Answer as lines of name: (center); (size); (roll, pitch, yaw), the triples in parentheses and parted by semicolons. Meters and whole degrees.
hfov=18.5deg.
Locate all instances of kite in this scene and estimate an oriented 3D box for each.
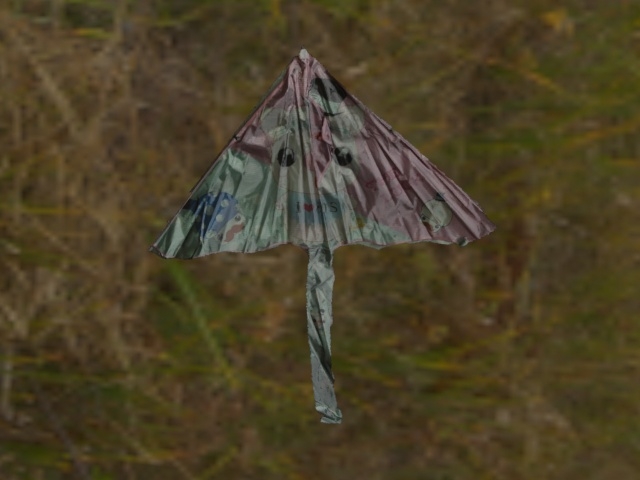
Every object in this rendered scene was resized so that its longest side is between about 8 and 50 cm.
kite: (0.000, 0.000, 0.776); (0.011, 0.139, 0.156); (-73, 161, -72)
